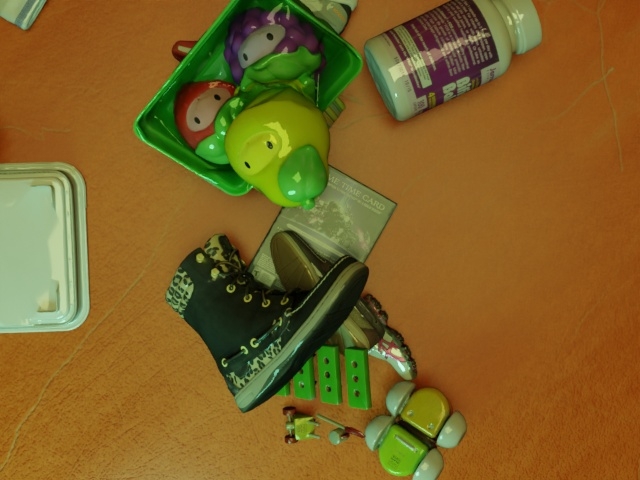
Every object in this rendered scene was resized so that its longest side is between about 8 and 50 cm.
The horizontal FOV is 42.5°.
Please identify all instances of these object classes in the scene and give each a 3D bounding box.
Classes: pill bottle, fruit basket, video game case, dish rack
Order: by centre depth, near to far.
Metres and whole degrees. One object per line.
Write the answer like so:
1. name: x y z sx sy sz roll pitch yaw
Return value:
1. fruit basket: -0.111 -0.221 1.387 0.283 0.392 0.392 32 92 -26
2. pill bottle: 0.247 -0.355 1.528 0.301 0.169 0.169 -25 92 1
3. dish rack: -0.598 0.017 1.587 0.285 0.072 0.333 -2 93 -1
4. video game case: 0.000 0.000 1.613 0.196 0.026 0.274 30 91 -1

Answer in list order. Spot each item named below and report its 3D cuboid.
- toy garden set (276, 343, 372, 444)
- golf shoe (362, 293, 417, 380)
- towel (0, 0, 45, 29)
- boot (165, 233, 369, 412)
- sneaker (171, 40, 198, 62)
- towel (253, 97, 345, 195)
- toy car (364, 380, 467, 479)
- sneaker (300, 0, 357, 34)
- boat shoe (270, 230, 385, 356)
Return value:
1. toy garden set: 0.007 0.291 1.553 0.244 0.049 0.204 0 97 42
2. golf shoe: 0.117 0.200 1.604 0.086 0.067 0.186 -36 82 7
3. towel: -0.629 -0.562 1.581 0.285 0.034 0.209 32 94 0
4. boot: -0.110 0.099 1.493 0.284 0.138 0.377 47 121 17
5. sneaker: -0.167 -0.382 1.578 0.221 0.087 0.128 11 84 -13
6. towel: -0.045 -0.187 1.570 0.021 0.102 0.237 40 92 24
7. toy car: 0.186 0.367 1.576 0.159 0.136 0.182 32 87 21
8. sneaker: -0.069 -0.462 1.558 0.271 0.100 0.108 19 97 -1
9. boat shoe: 0.013 0.094 1.559 0.092 0.103 0.285 -28 72 -36
